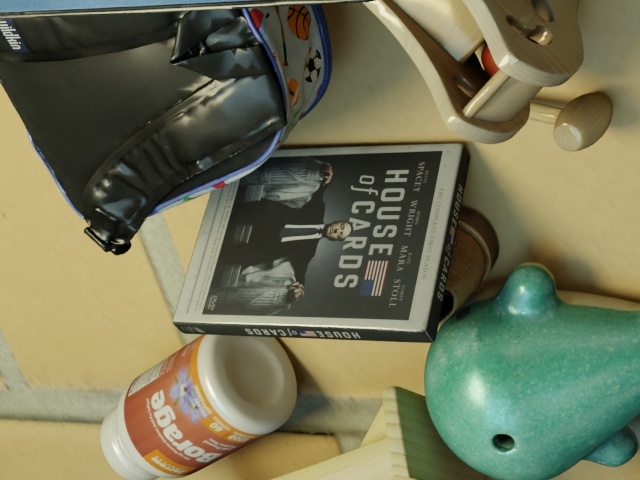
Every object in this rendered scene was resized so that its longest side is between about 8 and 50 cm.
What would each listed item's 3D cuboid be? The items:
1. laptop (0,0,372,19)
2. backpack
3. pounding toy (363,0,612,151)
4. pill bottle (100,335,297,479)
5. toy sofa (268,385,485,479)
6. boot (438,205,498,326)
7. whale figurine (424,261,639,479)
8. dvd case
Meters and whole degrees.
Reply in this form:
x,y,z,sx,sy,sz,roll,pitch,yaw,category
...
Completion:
x,y,z,sx,sy,sz,roll,pitch,yaw,category
-0.127,-0.384,0.775,0.382,0.236,0.408,3,122,24,laptop
-0.123,-0.154,0.948,0.263,0.213,0.276,-9,123,40,backpack
0.095,-0.139,0.883,0.269,0.154,0.155,40,130,-2,pounding toy
-0.134,0.177,1.233,0.121,0.121,0.216,48,129,-10,pill bottle
-0.015,0.288,1.158,0.362,0.177,0.150,-26,148,29,toy sofa
-0.001,0.029,1.073,0.305,0.115,0.112,-2,123,30,boot
0.215,0.120,1.008,0.272,0.141,0.216,-17,112,31,whale figurine
0.000,0.000,1.019,0.238,0.179,0.029,-1,151,27,dvd case
